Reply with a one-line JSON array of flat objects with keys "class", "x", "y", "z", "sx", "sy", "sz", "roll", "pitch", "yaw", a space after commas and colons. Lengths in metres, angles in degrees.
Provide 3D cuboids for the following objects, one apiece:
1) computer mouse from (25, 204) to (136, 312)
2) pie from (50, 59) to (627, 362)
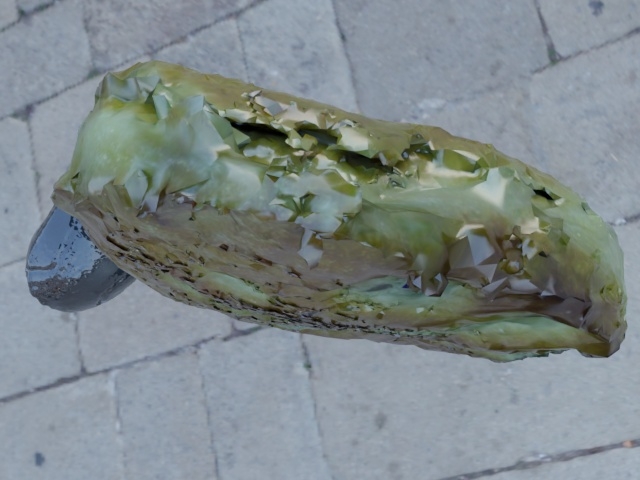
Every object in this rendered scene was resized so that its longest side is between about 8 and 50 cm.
[{"class": "computer mouse", "x": -0.213, "y": -0.023, "z": 0.984, "sx": 0.073, "sy": 0.122, "sz": 0.217, "roll": 18, "pitch": 78, "yaw": 53}, {"class": "pie", "x": 0.000, "y": 0.000, "z": 0.530, "sx": 0.288, "sy": 0.355, "sz": 0.102, "roll": 16, "pitch": 79, "yaw": -12}]
